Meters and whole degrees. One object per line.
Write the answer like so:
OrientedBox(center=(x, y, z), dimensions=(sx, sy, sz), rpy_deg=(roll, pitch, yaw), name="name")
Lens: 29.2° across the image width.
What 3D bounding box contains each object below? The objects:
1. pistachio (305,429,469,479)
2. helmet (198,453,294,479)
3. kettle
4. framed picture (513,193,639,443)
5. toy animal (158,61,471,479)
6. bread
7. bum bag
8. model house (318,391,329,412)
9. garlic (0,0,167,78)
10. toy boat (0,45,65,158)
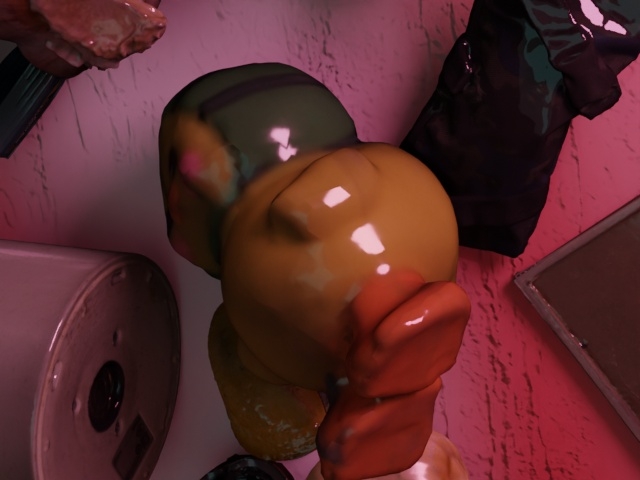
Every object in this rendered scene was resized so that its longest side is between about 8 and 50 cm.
OrientedBox(center=(0.053, 0.244, 1.099), dimensions=(0.145, 0.117, 0.200), rpy_deg=(37, 123, 5), name="pistachio")
OrientedBox(center=(-0.064, 0.247, 1.165), dimensions=(0.123, 0.070, 0.098), rpy_deg=(-29, 88, 20), name="helmet")
OrientedBox(center=(-0.341, 0.145, 1.161), dimensions=(0.376, 0.250, 0.361), rpy_deg=(9, 140, 19), name="kettle")
OrientedBox(center=(0.306, 0.083, 1.003), dimensions=(0.189, 0.023, 0.260), rpy_deg=(-37, 94, 27), name="framed picture")
OrientedBox(center=(0.002, -0.002, 0.958), dimensions=(0.338, 0.191, 0.216), rpy_deg=(51, 145, 33), name="toy animal")
OrientedBox(center=(-0.030, 0.093, 1.048), dimensions=(0.149, 0.188, 0.065), rpy_deg=(-24, 138, 16), name="bread")
OrientedBox(center=(0.148, -0.103, 0.959), dimensions=(0.137, 0.074, 0.310), rpy_deg=(32, 130, 9), name="bum bag")
OrientedBox(center=(-0.010, 0.152, 1.105), dimensions=(0.066, 0.083, 0.079), rpy_deg=(36, 116, 2), name="model house")
OrientedBox(center=(-0.229, -0.231, 0.975), dimensions=(0.214, 0.191, 0.160), rpy_deg=(30, 119, -35), name="garlic")
OrientedBox(center=(-0.265, -0.141, 1.104), dimensions=(0.055, 0.060, 0.141), rpy_deg=(41, 110, 1), name="toy boat")
